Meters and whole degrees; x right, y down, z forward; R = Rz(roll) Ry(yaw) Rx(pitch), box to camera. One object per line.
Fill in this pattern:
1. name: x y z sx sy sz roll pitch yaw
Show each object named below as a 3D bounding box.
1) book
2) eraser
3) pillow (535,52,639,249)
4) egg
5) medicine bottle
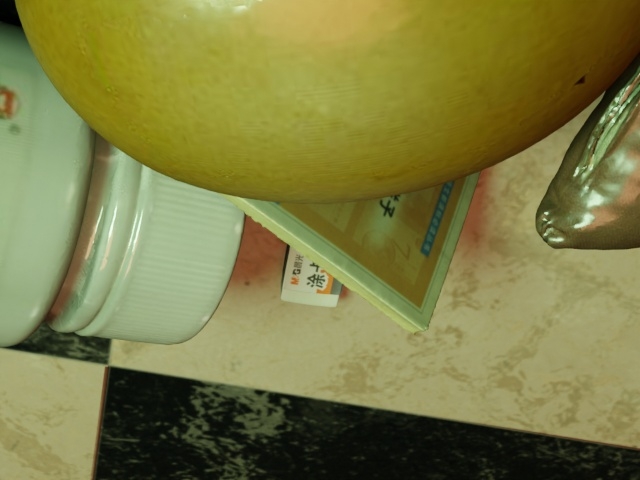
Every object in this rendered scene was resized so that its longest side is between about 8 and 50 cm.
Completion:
1. book: 0.009 -0.068 0.665 0.242 0.170 0.018 36 150 -24
2. eraser: 0.000 0.000 0.797 0.052 0.029 0.122 8 127 -6
3. pillow: 0.305 -0.120 0.592 0.305 0.108 0.307 0 128 -35
4. egg: 0.019 -0.162 0.501 0.351 0.282 0.282 -20 127 -4
5. medicine bottle: -0.233 -0.040 0.620 0.340 0.208 0.208 12 129 -28
